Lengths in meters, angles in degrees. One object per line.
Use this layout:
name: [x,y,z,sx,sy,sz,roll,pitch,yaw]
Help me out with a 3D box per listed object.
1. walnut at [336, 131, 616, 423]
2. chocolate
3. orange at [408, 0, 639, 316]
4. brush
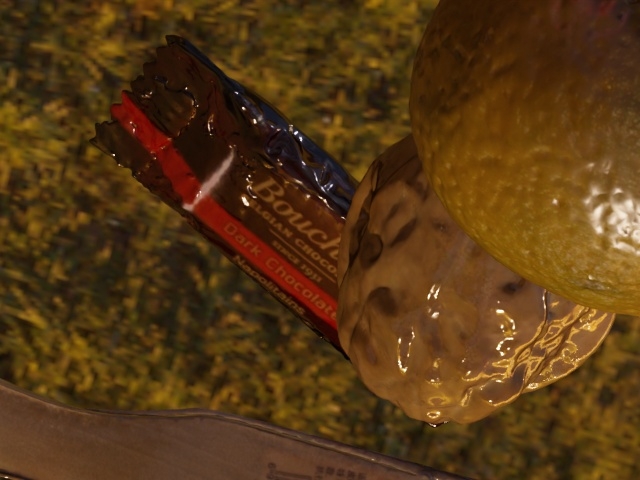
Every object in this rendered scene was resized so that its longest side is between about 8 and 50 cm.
walnut: [0.044,0.008,0.509,0.079,0.082,0.096,-48,163,-55]
chocolate: [0.000,0.000,0.658,0.182,0.086,0.028,37,49,-8]
orange: [0.064,-0.025,0.357,0.085,0.095,0.085,-42,153,-28]
brush: [-0.072,0.092,0.732,0.065,0.327,0.070,20,86,-83]
